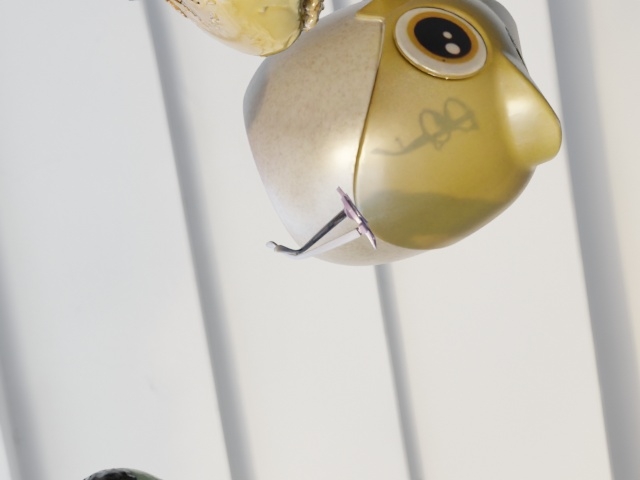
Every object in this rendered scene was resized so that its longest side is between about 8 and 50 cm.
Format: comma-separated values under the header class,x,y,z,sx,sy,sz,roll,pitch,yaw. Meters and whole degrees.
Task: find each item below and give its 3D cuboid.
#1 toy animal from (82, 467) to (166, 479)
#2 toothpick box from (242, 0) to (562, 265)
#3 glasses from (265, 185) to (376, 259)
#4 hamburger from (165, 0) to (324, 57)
class,x,y,z,sx,sy,sz,roll,pitch,yaw
toy animal,-0.111,0.261,0.793,0.225,0.094,0.121,23,-125,24
toothpick box,0.127,-0.186,1.574,0.425,0.409,0.409,-21,-176,12
glasses,0.000,0.000,1.078,0.104,0.062,0.140,-36,-169,2
hamburger,-0.120,-0.322,0.935,0.174,0.304,0.284,-48,163,-4
